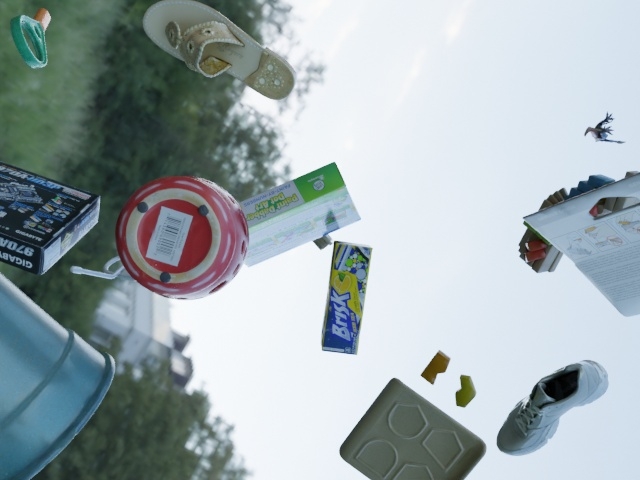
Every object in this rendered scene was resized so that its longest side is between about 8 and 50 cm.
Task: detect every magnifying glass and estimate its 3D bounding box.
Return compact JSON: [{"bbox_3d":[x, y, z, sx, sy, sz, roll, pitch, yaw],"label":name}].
[{"bbox_3d":[-0.510,-0.371,1.548,0.026,0.092,0.231,-20,-150,4],"label":"magnifying glass"}]

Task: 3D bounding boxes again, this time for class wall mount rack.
[{"bbox_3d":[-0.486,0.060,2.354,0.350,0.130,0.304,5,-148,26],"label":"wall mount rack"}]

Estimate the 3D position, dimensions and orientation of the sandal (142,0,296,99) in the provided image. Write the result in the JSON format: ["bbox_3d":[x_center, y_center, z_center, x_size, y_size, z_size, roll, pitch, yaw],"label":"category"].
[{"bbox_3d":[-0.147,-0.268,1.220,0.088,0.240,0.079,-62,-177,20],"label":"sandal"}]

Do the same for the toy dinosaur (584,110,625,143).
[{"bbox_3d":[0.446,-0.177,1.395,0.082,0.090,0.047,121,-36,-74],"label":"toy dinosaur"}]

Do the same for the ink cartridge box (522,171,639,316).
[{"bbox_3d":[0.493,-0.011,1.272,0.296,0.261,0.066,-25,-152,54],"label":"ink cartridge box"}]

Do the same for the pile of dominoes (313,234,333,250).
[{"bbox_3d":[0.000,0.000,1.857,0.040,0.196,0.251,-42,180,3],"label":"pile of dominoes"}]

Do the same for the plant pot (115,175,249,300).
[{"bbox_3d":[-0.201,-0.003,1.279,0.191,0.191,0.174,-59,-177,-2],"label":"plant pot"}]

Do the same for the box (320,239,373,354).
[{"bbox_3d":[0.039,0.088,1.339,0.054,0.059,0.169,-111,-151,-85],"label":"box"}]

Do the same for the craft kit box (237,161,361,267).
[{"bbox_3d":[-0.060,-0.040,1.608,0.250,0.061,0.246,-23,167,3],"label":"craft kit box"}]

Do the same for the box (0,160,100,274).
[{"bbox_3d":[-0.457,-0.045,1.252,0.175,0.220,0.051,-64,172,-60],"label":"box"}]

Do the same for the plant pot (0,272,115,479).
[{"bbox_3d":[-0.566,0.187,1.364,0.341,0.334,0.341,-32,-158,14],"label":"plant pot"}]

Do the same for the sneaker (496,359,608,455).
[{"bbox_3d":[0.424,0.317,1.677,0.262,0.121,0.099,-48,-128,19],"label":"sneaker"}]

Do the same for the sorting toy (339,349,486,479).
[{"bbox_3d":[0.205,0.372,1.701,0.307,0.229,0.041,-56,172,18],"label":"sorting toy"}]

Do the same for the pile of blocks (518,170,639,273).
[{"bbox_3d":[0.540,-0.057,1.883,0.362,0.113,0.149,-43,-117,43],"label":"pile of blocks"}]
